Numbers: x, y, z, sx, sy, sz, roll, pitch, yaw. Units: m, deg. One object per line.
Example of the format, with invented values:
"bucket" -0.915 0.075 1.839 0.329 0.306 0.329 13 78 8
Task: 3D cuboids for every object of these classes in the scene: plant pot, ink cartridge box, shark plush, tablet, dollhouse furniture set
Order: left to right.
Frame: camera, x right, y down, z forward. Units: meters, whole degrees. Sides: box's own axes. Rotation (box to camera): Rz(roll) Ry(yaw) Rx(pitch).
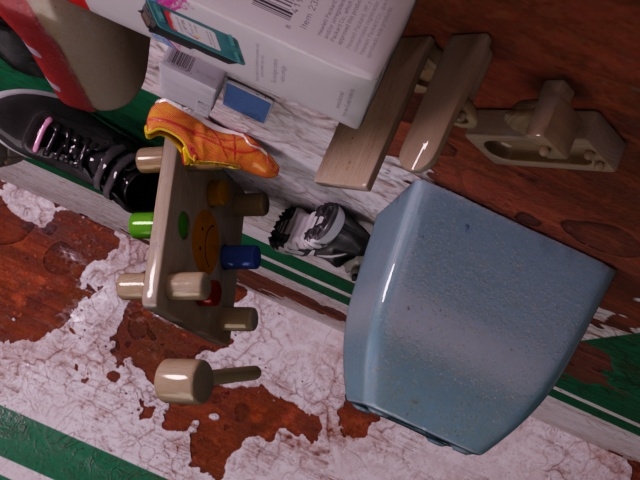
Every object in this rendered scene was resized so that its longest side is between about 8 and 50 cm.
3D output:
"ink cartridge box" -0.137 -0.167 0.880 0.063 0.029 0.115 25 170 -7
"ink cartridge box" -0.055 -0.170 0.425 0.231 0.134 0.078 25 169 0
"tablet" -0.080 -0.150 0.899 0.054 0.006 0.083 25 170 -6
"shark plush" 0.068 0.035 1.339 0.067 0.073 0.161 -5 169 -12
"plant pot" 0.152 0.111 0.998 0.247 0.252 0.247 25 169 -3
"dollhouse furniture set" 0.113 -0.059 0.620 0.144 0.123 0.151 11 163 49

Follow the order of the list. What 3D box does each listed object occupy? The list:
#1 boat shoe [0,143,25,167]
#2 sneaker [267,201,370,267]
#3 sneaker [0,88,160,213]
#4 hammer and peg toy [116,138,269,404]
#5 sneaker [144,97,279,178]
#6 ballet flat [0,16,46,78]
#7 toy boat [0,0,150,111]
"boat shoe" -0.694 -0.238 1.496 0.355 0.132 0.130 17 -145 -40
"sneaker" 0.000 0.000 1.242 0.106 0.078 0.234 31 165 -21
"sneaker" -0.341 -0.129 1.211 0.295 0.105 0.147 24 -172 -36
"hammer and peg toy" -0.176 0.056 1.176 0.127 0.361 0.266 -1 162 16
"sneaker" -0.135 -0.113 1.032 0.175 0.067 0.064 24 167 -7
"ballet flat" -0.380 -0.250 0.994 0.173 0.049 0.057 30 125 -34
"toy boat" -0.198 -0.185 0.557 0.151 0.151 0.231 5 169 -4
